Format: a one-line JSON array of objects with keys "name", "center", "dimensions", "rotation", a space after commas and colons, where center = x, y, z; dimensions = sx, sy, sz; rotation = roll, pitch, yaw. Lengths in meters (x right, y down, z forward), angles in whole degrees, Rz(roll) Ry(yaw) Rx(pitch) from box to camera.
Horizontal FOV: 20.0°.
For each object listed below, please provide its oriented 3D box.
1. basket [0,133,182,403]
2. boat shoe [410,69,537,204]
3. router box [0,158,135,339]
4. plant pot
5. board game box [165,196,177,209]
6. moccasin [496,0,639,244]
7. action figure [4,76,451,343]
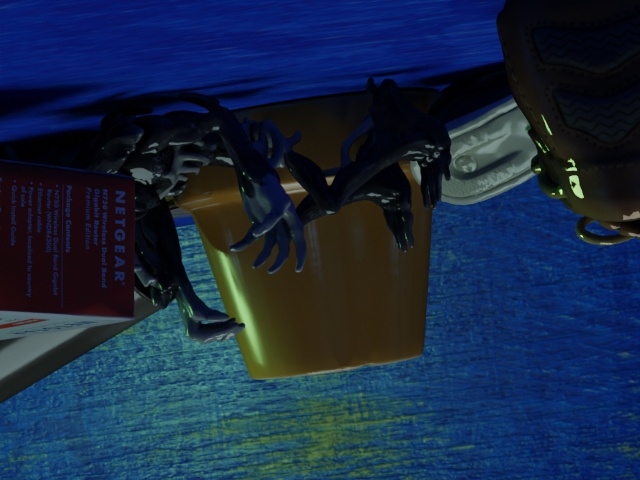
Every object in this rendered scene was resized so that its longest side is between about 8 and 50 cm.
[{"name": "basket", "center": [-0.225, 0.024, 1.280], "dimensions": [0.227, 0.204, 0.154], "rotation": [-20, 169, 19]}, {"name": "boat shoe", "center": [0.167, -0.096, 1.193], "dimensions": [0.233, 0.084, 0.079], "rotation": [-17, -147, 30]}, {"name": "router box", "center": [-0.320, 0.012, 1.012], "dimensions": [0.301, 0.082, 0.335], "rotation": [6, 170, -40]}, {"name": "plant pot", "center": [0.000, 0.000, 1.318], "dimensions": [0.205, 0.188, 0.205], "rotation": [-9, 179, 0]}, {"name": "board game box", "center": [-0.202, -0.041, 1.488], "dimensions": [0.243, 0.042, 0.165], "rotation": [-8, 179, -29]}, {"name": "moccasin", "center": [0.181, -0.054, 0.958], "dimensions": [0.139, 0.147, 0.380], "rotation": [-8, 179, 10]}, {"name": "action figure", "center": [-0.056, -0.021, 1.116], "dimensions": [0.275, 0.141, 0.164], "rotation": [-8, 164, -23]}]
